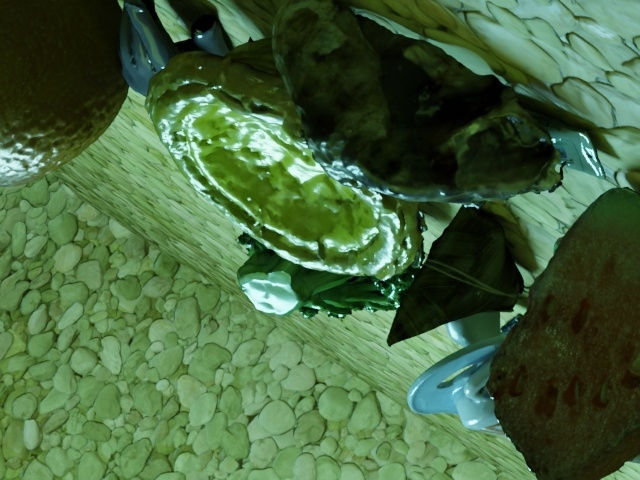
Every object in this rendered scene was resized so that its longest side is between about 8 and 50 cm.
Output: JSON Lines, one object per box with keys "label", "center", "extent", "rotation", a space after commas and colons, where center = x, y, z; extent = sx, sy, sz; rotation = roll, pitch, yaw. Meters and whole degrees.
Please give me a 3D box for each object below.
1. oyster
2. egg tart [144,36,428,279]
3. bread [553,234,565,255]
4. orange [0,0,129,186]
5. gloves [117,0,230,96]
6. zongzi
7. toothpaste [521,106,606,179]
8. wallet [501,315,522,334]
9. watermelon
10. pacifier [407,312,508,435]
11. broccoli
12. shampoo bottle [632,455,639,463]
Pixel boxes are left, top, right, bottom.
{"label": "oyster", "center": [0.072, -0.112, 1.324], "extent": [0.294, 0.166, 0.094], "rotation": [17, -162, 35]}
{"label": "egg tart", "center": [-0.018, -0.099, 1.599], "extent": [0.345, 0.132, 0.345], "rotation": [30, 160, 13]}
{"label": "bread", "center": [0.327, 0.059, 1.520], "extent": [0.228, 0.033, 0.228], "rotation": [33, 169, 7]}
{"label": "orange", "center": [-0.398, -0.238, 1.822], "extent": [0.357, 0.322, 0.322], "rotation": [46, 170, -6]}
{"label": "gloves", "center": [-0.157, -0.207, 1.765], "extent": [0.142, 0.119, 0.285], "rotation": [-2, 153, 19]}
{"label": "zongzi", "center": [0.154, 0.075, 1.749], "extent": [0.084, 0.184, 0.187], "rotation": [31, 170, 31]}
{"label": "toothpaste", "center": [0.150, -0.103, 1.338], "extent": [0.218, 0.041, 0.064], "rotation": [24, 157, 38]}
{"label": "wallet", "center": [0.286, 0.141, 2.104], "extent": [0.088, 0.026, 0.129], "rotation": [35, 171, 4]}
{"label": "watermelon", "center": [0.252, 0.099, 1.305], "extent": [0.193, 0.257, 0.140], "rotation": [41, 172, 30]}
{"label": "pacifier", "center": [0.226, 0.135, 1.973], "extent": [0.279, 0.227, 0.207], "rotation": [18, -139, -48]}
{"label": "broccoli", "center": [0.000, 0.000, 1.861], "extent": [0.269, 0.242, 0.261], "rotation": [-10, 120, 37]}
{"label": "shampoo bottle", "center": [0.352, 0.201, 1.895], "extent": [0.078, 0.127, 0.257], "rotation": [-8, 155, 32]}
